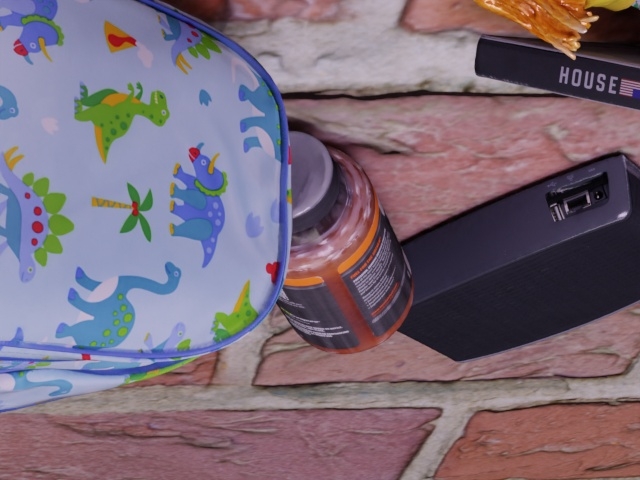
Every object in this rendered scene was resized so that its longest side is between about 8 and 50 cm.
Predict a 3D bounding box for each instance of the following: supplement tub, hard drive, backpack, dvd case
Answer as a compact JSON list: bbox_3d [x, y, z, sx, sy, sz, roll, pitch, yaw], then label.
[{"bbox_3d":[0.000,0.000,1.087,0.106,0.106,0.198,-12,151,10],"label":"supplement tub"},{"bbox_3d":[0.170,0.025,1.216,0.254,0.054,0.172,-25,146,29],"label":"hard drive"},{"bbox_3d":[-0.188,-0.030,0.827,0.273,0.290,0.355,-12,159,32],"label":"backpack"},{"bbox_3d":[0.235,-0.085,0.868,0.238,0.029,0.179,18,-165,41],"label":"dvd case"}]

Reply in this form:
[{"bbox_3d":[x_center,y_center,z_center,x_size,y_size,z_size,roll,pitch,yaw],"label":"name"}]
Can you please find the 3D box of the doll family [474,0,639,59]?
[{"bbox_3d":[0.158,-0.181,0.781,0.163,0.118,0.263,-1,149,-14],"label":"doll family"}]
